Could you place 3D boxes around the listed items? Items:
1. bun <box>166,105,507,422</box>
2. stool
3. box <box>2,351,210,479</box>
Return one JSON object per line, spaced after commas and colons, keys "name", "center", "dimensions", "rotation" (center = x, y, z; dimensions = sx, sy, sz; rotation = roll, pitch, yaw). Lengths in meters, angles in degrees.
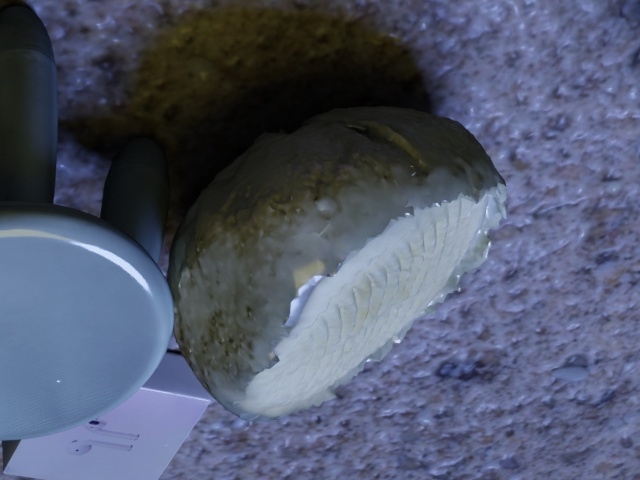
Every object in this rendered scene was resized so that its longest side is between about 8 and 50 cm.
{"name": "bun", "center": [0.000, 0.000, 0.980], "dimensions": [0.259, 0.152, 0.259], "rotation": [-37, 160, -16]}
{"name": "stool", "center": [-0.205, -0.003, 0.901], "dimensions": [0.195, 0.199, 0.195], "rotation": [-31, 135, 11]}
{"name": "box", "center": [-0.178, 0.143, 1.153], "dimensions": [0.129, 0.051, 0.130], "rotation": [14, 128, -27]}
